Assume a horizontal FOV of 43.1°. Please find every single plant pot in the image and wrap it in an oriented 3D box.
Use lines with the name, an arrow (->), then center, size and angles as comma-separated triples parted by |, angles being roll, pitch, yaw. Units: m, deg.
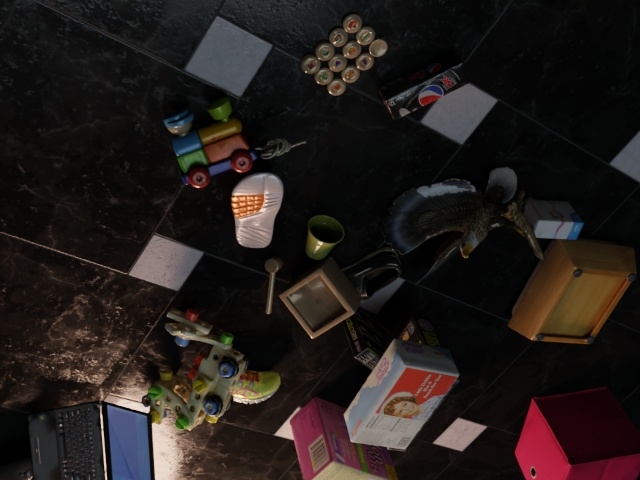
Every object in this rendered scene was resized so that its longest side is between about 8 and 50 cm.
plant pot -> 0.000, 0.000, 1.778 | 0.083, 0.083, 0.079 | 6, 138, -20

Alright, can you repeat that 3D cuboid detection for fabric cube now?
fabric cube -> 0.753, 0.620, 2.370 | 0.259, 0.254, 0.258 | -5, 129, -11

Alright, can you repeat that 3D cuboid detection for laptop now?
laptop -> -0.539, 0.515, 1.914 | 0.264, 0.136, 0.234 | -6, 105, -24

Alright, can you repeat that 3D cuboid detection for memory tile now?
memory tile -> 0.046, -0.351, 1.543 | 0.148, 0.012, 0.113 | -42, 127, 18

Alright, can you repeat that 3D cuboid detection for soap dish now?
soap dish -> 0.636, 0.133, 2.033 | 0.229, 0.118, 0.291 | 7, 125, -21

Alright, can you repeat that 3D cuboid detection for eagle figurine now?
eagle figurine -> 0.313, -0.028, 1.798 | 0.298, 0.225, 0.226 | -11, 92, 32

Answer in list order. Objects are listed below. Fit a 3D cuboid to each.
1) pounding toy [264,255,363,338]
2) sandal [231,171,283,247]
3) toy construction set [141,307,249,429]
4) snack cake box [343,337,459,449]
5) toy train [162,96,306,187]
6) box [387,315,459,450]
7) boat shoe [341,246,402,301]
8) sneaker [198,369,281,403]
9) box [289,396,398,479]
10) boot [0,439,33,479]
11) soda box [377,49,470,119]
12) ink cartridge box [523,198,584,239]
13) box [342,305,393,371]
pounding toy -> -0.040, 0.108, 1.837 | 0.181, 0.094, 0.206 | -35, 96, 25
sandal -> -0.137, -0.078, 1.681 | 0.102, 0.076, 0.265 | 4, 148, -8
toy construction set -> -0.296, 0.305, 1.887 | 0.215, 0.151, 0.327 | 28, 118, 17
snack cake box -> 0.181, 0.356, 1.861 | 0.152, 0.089, 0.264 | 15, 122, -24
toy train -> -0.167, -0.210, 1.549 | 0.248, 0.105, 0.143 | -20, 117, 1
box -> 0.223, 0.358, 2.032 | 0.060, 0.216, 0.270 | 14, 124, -24
boat shoe -> 0.084, 0.105, 1.881 | 0.233, 0.079, 0.084 | -33, 131, 13
sneaker -> -0.198, 0.345, 1.992 | 0.208, 0.081, 0.094 | -6, 127, -11
box -> 0.062, 0.562, 2.152 | 0.243, 0.213, 0.117 | 29, 116, -32
boot -> -0.804, 0.694, 2.075 | 0.445, 0.146, 0.367 | -23, 132, -2
soda box -> 0.204, -0.306, 1.593 | 0.169, 0.060, 0.053 | -26, 131, 5
ink cartridge box -> 0.530, -0.049, 1.874 | 0.122, 0.088, 0.052 | 1, 128, -17
box -> 0.127, 0.246, 1.935 | 0.045, 0.184, 0.191 | -37, 129, 16
